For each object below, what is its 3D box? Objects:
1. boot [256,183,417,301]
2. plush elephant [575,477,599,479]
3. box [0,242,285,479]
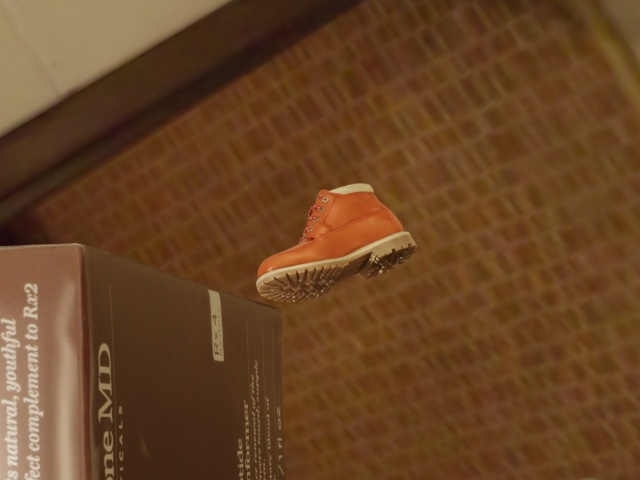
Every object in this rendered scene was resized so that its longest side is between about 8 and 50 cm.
[{"bbox_3d":[0.000,0.000,1.522,0.085,0.158,0.059,61,145,16],"label":"boot"},{"bbox_3d":[0.104,0.354,1.424,0.255,0.330,0.272,-65,28,28],"label":"plush elephant"},{"bbox_3d":[-0.127,0.116,0.988,0.143,0.381,0.191,-4,83,14],"label":"box"}]
